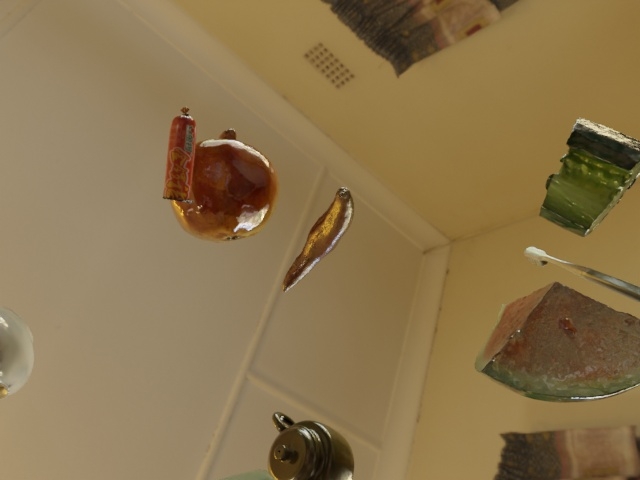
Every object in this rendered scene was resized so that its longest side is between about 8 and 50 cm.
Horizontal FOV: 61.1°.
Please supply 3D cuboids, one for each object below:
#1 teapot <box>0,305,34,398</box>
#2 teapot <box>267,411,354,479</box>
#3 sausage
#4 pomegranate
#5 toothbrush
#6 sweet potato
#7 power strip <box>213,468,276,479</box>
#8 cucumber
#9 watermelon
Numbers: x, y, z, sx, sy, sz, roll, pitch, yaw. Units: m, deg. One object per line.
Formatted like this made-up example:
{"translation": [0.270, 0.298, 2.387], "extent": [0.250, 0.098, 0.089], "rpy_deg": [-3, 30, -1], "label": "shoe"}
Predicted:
{"translation": [-0.454, 0.139, 0.726], "extent": [0.092, 0.226, 0.145], "rpy_deg": [-42, -47, -50], "label": "teapot"}
{"translation": [-0.046, 0.497, 1.250], "extent": [0.185, 0.268, 0.175], "rpy_deg": [-45, -49, 2], "label": "teapot"}
{"translation": [-0.211, -0.131, 0.831], "extent": [0.048, 0.050, 0.146], "rpy_deg": [2, -85, -73], "label": "sausage"}
{"translation": [-0.222, -0.131, 1.260], "extent": [0.251, 0.229, 0.271], "rpy_deg": [-4, -101, -6], "label": "pomegranate"}
{"translation": [0.460, 0.066, 0.895], "extent": [0.025, 0.342, 0.030], "rpy_deg": [-39, -67, -8], "label": "toothbrush"}
{"translation": [0.003, -0.003, 1.000], "extent": [0.058, 0.255, 0.078], "rpy_deg": [38, -144, 4], "label": "sweet potato"}
{"translation": [-0.092, 0.425, 0.717], "extent": [0.139, 0.224, 0.140], "rpy_deg": [-2, -86, -26], "label": "power strip"}
{"translation": [0.475, -0.112, 0.961], "extent": [0.130, 0.191, 0.191], "rpy_deg": [35, -140, 28], "label": "cucumber"}
{"translation": [0.359, 0.158, 0.832], "extent": [0.255, 0.260, 0.176], "rpy_deg": [-3, -108, 3], "label": "watermelon"}
